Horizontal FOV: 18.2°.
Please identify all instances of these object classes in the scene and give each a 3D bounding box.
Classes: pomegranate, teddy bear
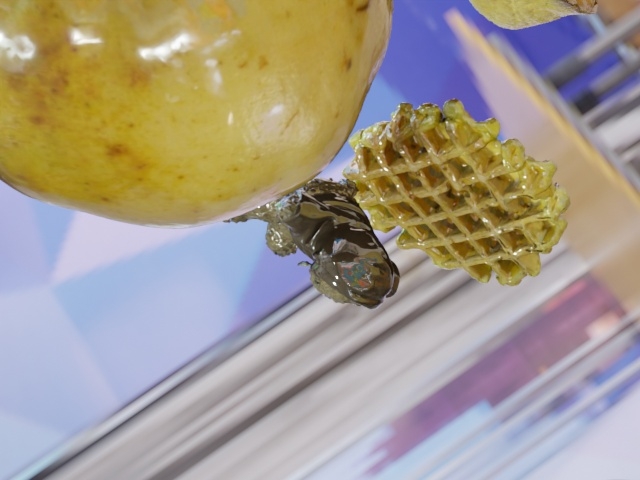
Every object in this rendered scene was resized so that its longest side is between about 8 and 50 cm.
[{"bbox_3d":[-0.103,-0.145,1.155,0.307,0.307,0.307,55,174,8],"label":"pomegranate"},{"bbox_3d":[0.004,-0.008,1.386,0.119,0.078,0.160,38,178,-40],"label":"teddy bear"}]

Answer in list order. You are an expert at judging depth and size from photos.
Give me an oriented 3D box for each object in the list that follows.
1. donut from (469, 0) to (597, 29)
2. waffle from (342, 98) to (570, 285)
[{"bbox_3d":[0.167,-0.249,1.685,0.141,0.085,0.217,49,-152,-31],"label":"donut"},{"bbox_3d":[0.103,-0.035,1.527,0.191,0.038,0.191,21,145,15],"label":"waffle"}]
